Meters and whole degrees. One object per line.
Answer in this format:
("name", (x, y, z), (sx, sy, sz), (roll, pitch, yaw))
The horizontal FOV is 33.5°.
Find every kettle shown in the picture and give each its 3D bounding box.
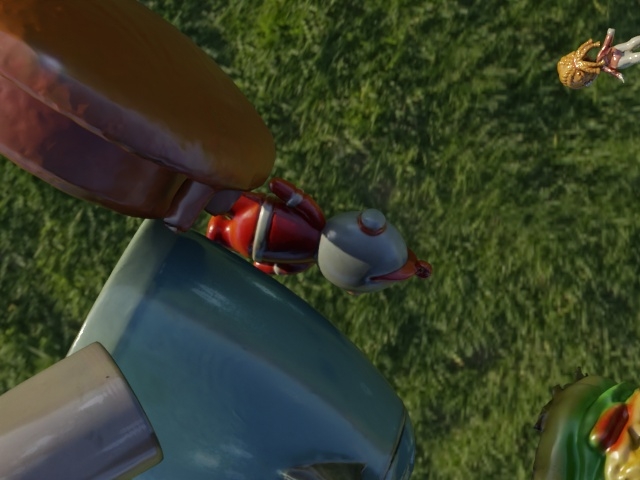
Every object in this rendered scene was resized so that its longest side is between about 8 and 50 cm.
("kettle", (-0.067, 0.146, 1.053), (0.342, 0.319, 0.247), (28, 104, -7))

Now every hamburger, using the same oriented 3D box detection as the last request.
("hamburger", (0.321, 0.248, 1.093), (0.149, 0.237, 0.237), (3, 129, 36))

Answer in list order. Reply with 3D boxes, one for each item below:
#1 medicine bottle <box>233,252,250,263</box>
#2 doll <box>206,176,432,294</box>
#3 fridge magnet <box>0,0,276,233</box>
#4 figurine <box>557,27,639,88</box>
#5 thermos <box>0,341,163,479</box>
("medicine bottle", (-0.029, 0.168, 1.442), (0.352, 0.110, 0.110), (43, 125, 0))
("doll", (0.000, 0.000, 1.128), (0.245, 0.076, 0.142), (12, 139, 2))
("fridge magnet", (-0.204, -0.143, 0.930), (0.364, 0.363, 0.155), (32, 102, -11))
("figurine", (0.308, -0.196, 1.144), (0.109, 0.064, 0.047), (-16, 161, 30))
("thermos", (-0.229, 0.167, 0.794), (0.105, 0.193, 0.137), (63, 161, -9))
